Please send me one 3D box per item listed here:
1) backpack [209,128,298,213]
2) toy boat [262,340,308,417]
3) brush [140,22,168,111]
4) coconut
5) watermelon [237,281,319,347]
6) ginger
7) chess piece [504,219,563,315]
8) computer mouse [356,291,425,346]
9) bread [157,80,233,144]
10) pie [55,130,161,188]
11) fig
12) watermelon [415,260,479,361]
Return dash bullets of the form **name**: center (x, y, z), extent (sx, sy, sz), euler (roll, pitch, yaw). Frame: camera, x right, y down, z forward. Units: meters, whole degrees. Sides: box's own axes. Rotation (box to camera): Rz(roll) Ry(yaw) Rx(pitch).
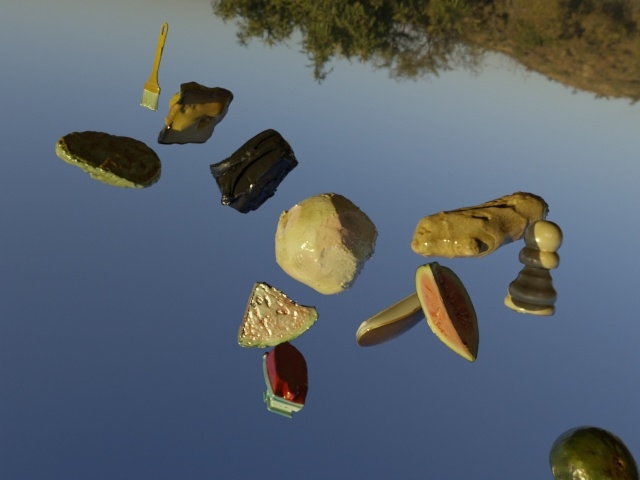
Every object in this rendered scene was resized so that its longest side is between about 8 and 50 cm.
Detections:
- **backpack**: center (-0.124, -0.135, 1.078), extent (0.106, 0.165, 0.120), euler (46, -165, -51)
- **toy boat**: center (-0.058, 0.214, 0.865), extent (0.069, 0.058, 0.173), euler (22, -166, -14)
- **brush**: center (-0.390, -0.414, 1.311), extent (0.011, 0.205, 0.083), euler (4, -162, -43)
- **coconut**: center (0.000, 0.000, 1.659), extent (0.254, 0.297, 0.297), euler (42, -173, -30)
- **watermelon**: center (-0.097, 0.148, 1.171), extent (0.187, 0.139, 0.071), euler (-19, 179, 9)
- **ginger**: center (0.394, -0.032, 1.349), extent (0.354, 0.126, 0.190), euler (-18, -159, -8)
- **chess piece**: center (0.401, 0.047, 1.013), extent (0.094, 0.170, 0.094), euler (8, -169, -2)
- **computer mouse**: center (0.190, 0.173, 1.256), extent (0.245, 0.126, 0.056), euler (-26, -116, -24)
- **bread**: center (-0.343, -0.348, 1.496), extent (0.161, 0.233, 0.088), euler (-19, -102, -43)
- **pie**: center (-0.523, -0.201, 1.384), extent (0.248, 0.090, 0.201), euler (21, -149, -9)
- **fig**: center (0.631, 0.542, 1.291), extent (0.196, 0.244, 0.195), euler (-2, -123, 3)
- **watermelon**: center (0.206, 0.099, 0.864), extent (0.069, 0.163, 0.087), euler (-25, -177, -15)
